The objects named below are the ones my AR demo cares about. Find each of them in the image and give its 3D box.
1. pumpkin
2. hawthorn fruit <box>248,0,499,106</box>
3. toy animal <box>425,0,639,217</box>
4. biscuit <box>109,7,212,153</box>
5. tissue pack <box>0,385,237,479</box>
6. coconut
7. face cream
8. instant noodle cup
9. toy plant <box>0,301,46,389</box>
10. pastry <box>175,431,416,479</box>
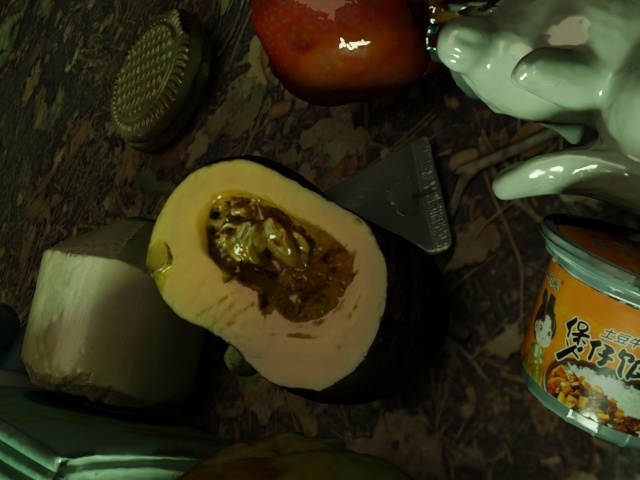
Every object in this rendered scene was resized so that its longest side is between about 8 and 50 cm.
[{"bbox_3d":[-0.035,0.053,0.792,0.317,0.139,0.221,31,96,24],"label":"pumpkin"},{"bbox_3d":[0.062,-0.252,0.855,0.299,0.211,0.211,6,77,37],"label":"hawthorn fruit"},{"bbox_3d":[0.238,-0.114,0.599,0.249,0.174,0.289,-26,48,6],"label":"toy animal"},{"bbox_3d":[-0.272,-0.271,1.309,0.259,0.079,0.259,-23,56,39],"label":"biscuit"},{"bbox_3d":[-0.272,0.274,0.901,0.388,0.287,0.162,3,79,48],"label":"tissue pack"},{"bbox_3d":[-0.257,0.087,1.014,0.239,0.239,0.244,0,73,47],"label":"coconut"},{"bbox_3d":[0.000,0.000,0.894,0.314,0.089,0.143,-25,56,30],"label":"face cream"},{"bbox_3d":[0.223,0.070,0.562,0.178,0.208,0.125,26,108,23],"label":"instant noodle cup"},{"bbox_3d":[-0.540,0.227,1.275,0.247,0.247,0.332,-51,39,18],"label":"toy plant"},{"bbox_3d":[-0.037,0.342,0.598,0.389,0.313,0.388,-17,65,40],"label":"pastry"}]
